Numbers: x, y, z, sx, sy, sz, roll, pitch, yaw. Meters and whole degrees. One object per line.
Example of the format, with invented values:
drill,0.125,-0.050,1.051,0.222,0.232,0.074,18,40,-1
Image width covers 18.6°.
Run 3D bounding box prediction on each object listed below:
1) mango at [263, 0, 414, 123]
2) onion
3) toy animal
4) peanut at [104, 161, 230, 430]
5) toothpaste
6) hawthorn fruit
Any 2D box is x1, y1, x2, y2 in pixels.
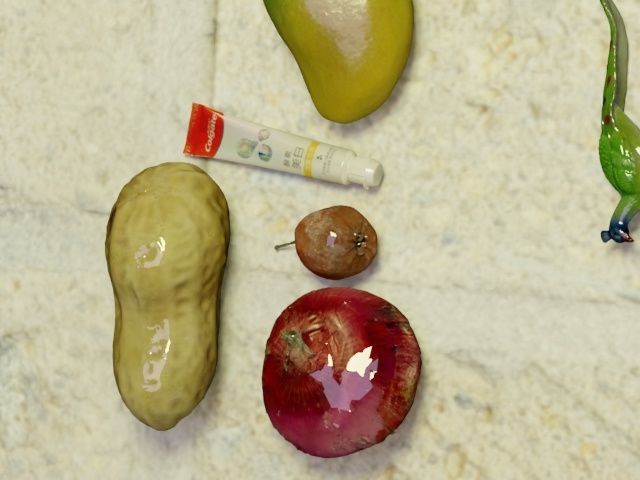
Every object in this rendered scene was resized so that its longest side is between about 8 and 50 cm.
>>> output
mango,0.018,-0.203,1.674,0.122,0.085,0.191,-27,92,9
onion,0.005,0.104,1.655,0.150,0.140,0.150,-5,73,18
toy animal,0.264,-0.106,1.606,0.075,0.041,0.217,-2,87,22
peanut,-0.138,0.049,1.717,0.110,0.120,0.236,5,87,-18
toothpaste,-0.035,-0.079,1.723,0.190,0.031,0.048,15,100,22
hawthorn fruit,0.000,0.000,1.703,0.103,0.066,0.067,8,95,46
